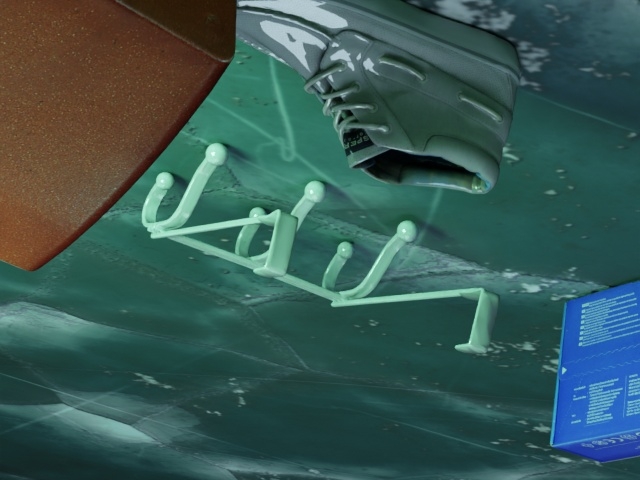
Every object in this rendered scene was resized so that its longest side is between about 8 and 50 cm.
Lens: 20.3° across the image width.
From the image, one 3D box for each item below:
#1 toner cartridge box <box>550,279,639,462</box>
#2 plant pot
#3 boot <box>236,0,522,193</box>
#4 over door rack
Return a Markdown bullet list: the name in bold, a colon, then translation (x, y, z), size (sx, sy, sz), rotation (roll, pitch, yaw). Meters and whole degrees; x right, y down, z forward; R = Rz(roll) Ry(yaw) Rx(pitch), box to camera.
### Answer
- **toner cartridge box**: translation (0.368, 0.112, 1.752), size (0.075, 0.165, 0.348), rotation (20, 158, -26)
- **plant pot**: translation (-0.196, -0.175, 1.133), size (0.235, 0.267, 0.267), rotation (-23, 144, 37)
- **boot**: translation (0.029, -0.117, 1.346), size (0.258, 0.123, 0.095), rotation (15, 159, -14)
- **over door rack**: translation (0.000, 0.000, 1.658), size (0.239, 0.108, 0.324), rotation (21, 178, -26)
